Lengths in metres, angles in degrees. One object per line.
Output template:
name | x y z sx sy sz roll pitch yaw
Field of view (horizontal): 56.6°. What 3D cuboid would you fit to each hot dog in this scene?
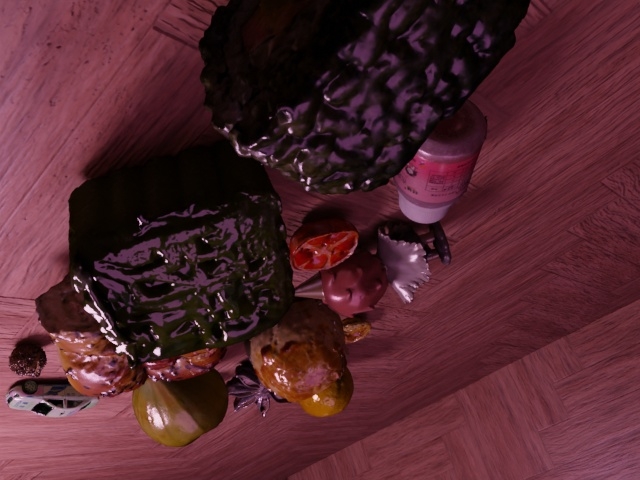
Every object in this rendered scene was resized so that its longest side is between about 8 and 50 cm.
hot dog | -0.372 0.207 1.256 0.368 0.196 0.365 -6 152 -19

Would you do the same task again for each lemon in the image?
lemon | 0.012 0.476 1.941 0.192 0.192 0.231 1 152 -32

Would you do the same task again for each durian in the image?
durian | -0.646 0.266 1.302 0.091 0.080 0.080 -12 152 9

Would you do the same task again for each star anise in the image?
star anise | -0.181 0.438 1.851 0.236 0.109 0.223 18 113 -29

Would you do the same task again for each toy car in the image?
toy car | -0.682 0.408 1.523 0.224 0.076 0.090 12 140 -44

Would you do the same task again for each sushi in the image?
sushi | 0.029 -0.232 0.620 0.178 0.294 0.352 24 116 -42

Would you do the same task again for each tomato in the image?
tomato | 0.000 0.000 1.238 0.156 0.069 0.155 -17 149 -10

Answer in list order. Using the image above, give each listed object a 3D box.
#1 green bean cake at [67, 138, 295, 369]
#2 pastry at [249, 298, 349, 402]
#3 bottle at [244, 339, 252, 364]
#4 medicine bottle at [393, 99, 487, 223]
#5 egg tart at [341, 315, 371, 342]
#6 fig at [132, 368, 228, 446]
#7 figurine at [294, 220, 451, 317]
green bean cake | -0.205 0.028 0.959 0.319 0.218 0.335 -19 137 -7
pastry | -0.066 0.262 1.501 0.256 0.236 0.170 -21 133 5
bottle | -0.106 0.282 1.659 0.202 0.072 0.072 -19 151 0
medicine bottle | 0.200 -0.135 1.052 0.147 0.147 0.247 -15 151 -9
egg tart | 0.095 0.264 1.771 0.131 0.052 0.130 -14 149 -8
fig | -0.373 0.403 1.558 0.240 0.239 0.271 -19 133 -1
figurine | 0.106 0.073 1.353 0.387 0.166 0.207 -22 121 1
